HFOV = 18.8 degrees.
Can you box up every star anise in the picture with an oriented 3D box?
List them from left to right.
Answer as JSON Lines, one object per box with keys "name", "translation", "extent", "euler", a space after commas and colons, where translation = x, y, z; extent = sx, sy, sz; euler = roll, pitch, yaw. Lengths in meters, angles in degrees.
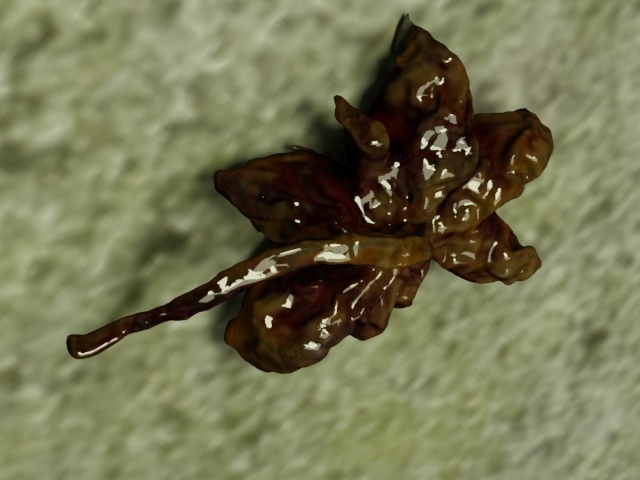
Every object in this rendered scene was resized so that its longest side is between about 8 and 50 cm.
{"name": "star anise", "translation": [0.000, 0.000, 0.631], "extent": [0.190, 0.070, 0.097], "euler": [-23, 128, -21]}
